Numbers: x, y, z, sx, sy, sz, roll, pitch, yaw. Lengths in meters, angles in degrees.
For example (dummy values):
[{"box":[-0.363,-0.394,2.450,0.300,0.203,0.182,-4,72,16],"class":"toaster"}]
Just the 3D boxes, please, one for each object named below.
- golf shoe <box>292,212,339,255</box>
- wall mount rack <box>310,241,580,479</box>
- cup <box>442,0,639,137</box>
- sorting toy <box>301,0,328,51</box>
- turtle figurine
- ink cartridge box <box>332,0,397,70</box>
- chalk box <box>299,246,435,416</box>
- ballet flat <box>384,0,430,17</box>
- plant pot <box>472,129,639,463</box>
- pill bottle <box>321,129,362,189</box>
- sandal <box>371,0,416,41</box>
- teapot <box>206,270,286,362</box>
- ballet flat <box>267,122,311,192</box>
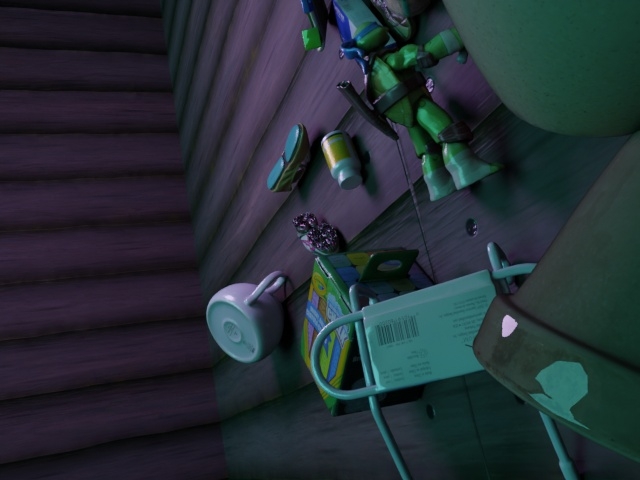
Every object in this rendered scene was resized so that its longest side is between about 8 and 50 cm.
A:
[{"box":[0.000,0.000,1.377,0.186,0.068,0.085,44,160,58],"class":"golf shoe"},{"box":[0.174,0.176,0.767,0.350,0.130,0.303,-19,67,22],"class":"wall mount rack"},{"box":[0.237,-0.226,0.480,0.236,0.331,0.331,77,169,-46],"class":"cup"},{"box":[-0.029,-0.501,1.191,0.347,0.047,0.195,-85,-19,-50],"class":"sorting toy"},{"box":[0.179,-0.210,0.842,0.198,0.275,0.266,-26,90,43],"class":"turtle figurine"},{"box":[0.082,-0.361,1.069,0.097,0.046,0.207,70,177,-50],"class":"ink cartridge box"},{"box":[0.090,0.127,1.021,0.179,0.181,0.288,-125,38,-50],"class":"chalk box"},{"box":[0.122,-0.508,0.898,0.106,0.108,0.315,-23,-77,-72],"class":"ballet flat"},{"box":[0.285,0.037,0.482,0.263,0.263,0.229,34,108,62],"class":"plant pot"},{"box":[0.047,-0.163,1.213,0.065,0.065,0.116,116,143,-51],"class":"pill bottle"},{"box":[0.124,-0.422,1.010,0.180,0.049,0.072,65,159,10],"class":"sandal"},{"box":[-0.194,0.218,1.735,0.256,0.187,0.252,-3,112,42],"class":"teapot"},{"box":[-0.064,-0.203,1.469,0.232,0.073,0.080,127,143,-49],"class":"ballet flat"}]
